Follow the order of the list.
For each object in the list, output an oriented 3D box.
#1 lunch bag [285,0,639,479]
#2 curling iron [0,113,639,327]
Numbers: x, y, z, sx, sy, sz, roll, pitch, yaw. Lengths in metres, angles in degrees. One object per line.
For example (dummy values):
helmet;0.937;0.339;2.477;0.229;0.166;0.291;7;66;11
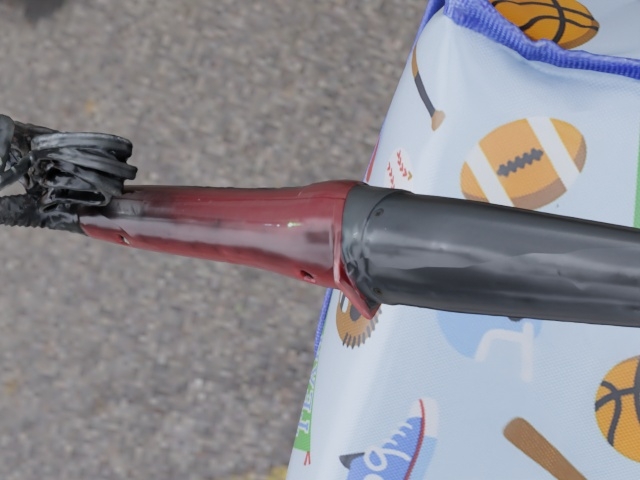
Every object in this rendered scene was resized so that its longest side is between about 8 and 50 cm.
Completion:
lunch bag;0.130;0.003;0.950;0.239;0.385;0.328;21;113;8
curling iron;0.000;0.000;0.479;0.274;0.068;0.035;12;90;38
